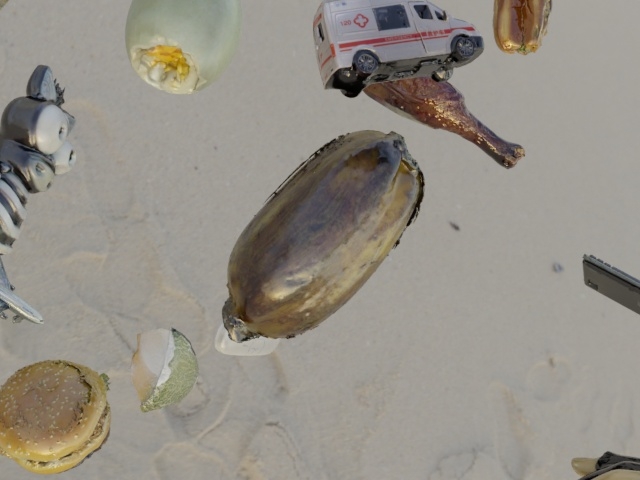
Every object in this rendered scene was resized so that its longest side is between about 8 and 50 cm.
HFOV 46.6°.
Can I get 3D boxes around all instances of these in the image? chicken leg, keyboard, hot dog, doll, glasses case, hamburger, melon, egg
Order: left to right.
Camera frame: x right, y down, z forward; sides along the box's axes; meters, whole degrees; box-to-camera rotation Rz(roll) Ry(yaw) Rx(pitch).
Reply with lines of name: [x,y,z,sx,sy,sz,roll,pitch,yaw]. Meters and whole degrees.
doll: [-0.272,-0.059,0.659,0.067,0.091,0.219,13,61,9]
hamburger: [-0.441,0.276,1.199,0.191,0.118,0.182,15,44,12]
melon: [-0.288,0.247,1.325,0.202,0.093,0.139,84,23,-44]
egg: [-0.334,-0.547,1.862,0.278,0.278,0.336,29,62,-28]
glasses case: [-0.174,0.237,1.835,0.233,0.059,0.092,15,96,-58]
chicken leg: [0.220,-0.261,1.465,0.407,0.158,0.096,32,88,10]
hot dog: [0.400,-0.488,1.463,0.072,0.115,0.269,49,48,-68]
keyboard: [0.477,0.094,1.060,0.025,0.230,0.094,-47,143,-11]

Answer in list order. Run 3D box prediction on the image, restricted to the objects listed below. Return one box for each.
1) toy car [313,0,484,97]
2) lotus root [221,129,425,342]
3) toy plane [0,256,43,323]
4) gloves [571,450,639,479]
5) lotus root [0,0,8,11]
toy car: [0.095,-0.250,0.919,0.209,0.089,0.108,-11,82,-13]
lotus root: [0.000,0.000,1.127,0.397,0.179,0.196,-45,114,2]
toy plane: [-0.581,0.085,1.320,0.226,0.058,0.226,-104,168,-51]
gloves: [0.377,0.321,0.806,0.197,0.301,0.152,42,76,-28]
lotus root: [-0.711,-0.510,1.382,0.192,0.272,0.272,42,37,-70]
